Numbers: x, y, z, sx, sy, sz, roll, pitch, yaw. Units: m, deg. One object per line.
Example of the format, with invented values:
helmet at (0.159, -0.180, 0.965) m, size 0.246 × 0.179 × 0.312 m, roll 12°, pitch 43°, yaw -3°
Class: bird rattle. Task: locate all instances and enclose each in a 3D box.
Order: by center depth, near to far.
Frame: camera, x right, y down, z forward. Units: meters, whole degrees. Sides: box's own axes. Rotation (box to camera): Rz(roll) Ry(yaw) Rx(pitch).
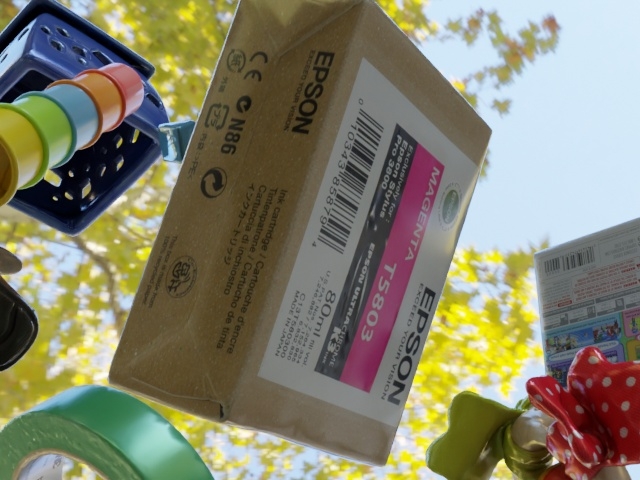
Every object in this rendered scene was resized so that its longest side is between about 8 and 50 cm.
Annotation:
bird rattle at (0.223, 0.199, 0.990) m, size 0.253 × 0.143 × 0.207 m, roll -24°, pitch -91°, yaw 61°

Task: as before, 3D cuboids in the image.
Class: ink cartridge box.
ink cartridge box at (0.000, 0.000, 0.659) m, size 0.088 × 0.193 × 0.235 m, roll 13°, pitch -99°, yaw 33°

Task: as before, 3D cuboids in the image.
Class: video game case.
video game case at (0.286, 0.079, 1.037) m, size 0.212 × 0.023 × 0.194 m, roll -23°, pitch -117°, yaw 50°

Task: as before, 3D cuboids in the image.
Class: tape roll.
tape roll at (-0.230, 0.319, 1.234) m, size 0.321 × 0.077 × 0.321 m, roll 14°, pitch -65°, yaw 33°

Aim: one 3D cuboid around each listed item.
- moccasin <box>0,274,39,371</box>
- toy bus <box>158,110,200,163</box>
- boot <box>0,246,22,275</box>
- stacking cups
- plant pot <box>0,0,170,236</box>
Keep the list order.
moccasin at (-0.462, -0.010, 1.237) m, size 0.147 × 0.380 × 0.139 m, roll 15°, pitch -117°, yaw 51°
toy bus at (-0.010, -0.051, 0.898) m, size 0.202 × 0.191 × 0.105 m, roll -12°, pitch -73°, yaw -19°
boot at (-0.438, 0.034, 1.455) m, size 0.087 × 0.118 × 0.042 m, roll 44°, pitch -62°, yaw 63°
stacking cups at (-0.290, -0.132, 1.221) m, size 0.096 × 0.316 × 0.096 m, roll 6°, pitch -65°, yaw 14°
plant pot at (-0.364, -0.184, 1.566) m, size 0.236 × 0.236 × 0.212 m, roll -41°, pitch -144°, yaw 27°
